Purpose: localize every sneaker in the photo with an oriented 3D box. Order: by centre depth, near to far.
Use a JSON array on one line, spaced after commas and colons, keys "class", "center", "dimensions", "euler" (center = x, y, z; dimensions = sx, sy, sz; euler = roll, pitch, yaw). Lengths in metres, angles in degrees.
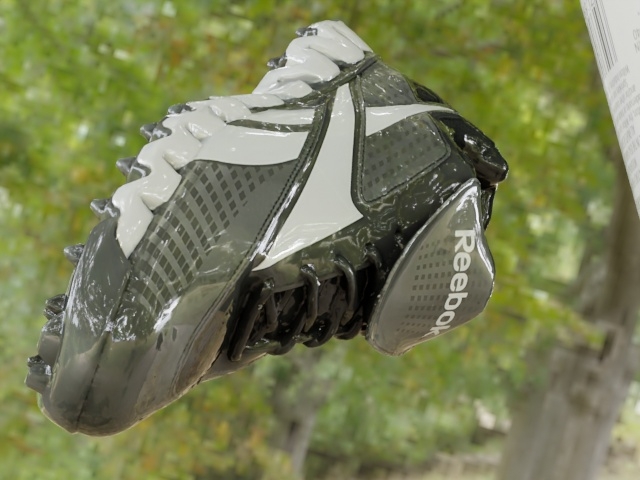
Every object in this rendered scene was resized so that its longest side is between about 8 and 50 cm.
[{"class": "sneaker", "center": [0.000, 0.000, 0.552], "dimensions": [0.106, 0.078, 0.234], "euler": [28, 30, 10]}]

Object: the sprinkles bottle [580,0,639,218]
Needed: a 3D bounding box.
[{"class": "sprinkles bottle", "center": [0.182, -0.045, 0.737], "dimensions": [0.121, 0.355, 0.121], "euler": [-11, -16, -3]}]
